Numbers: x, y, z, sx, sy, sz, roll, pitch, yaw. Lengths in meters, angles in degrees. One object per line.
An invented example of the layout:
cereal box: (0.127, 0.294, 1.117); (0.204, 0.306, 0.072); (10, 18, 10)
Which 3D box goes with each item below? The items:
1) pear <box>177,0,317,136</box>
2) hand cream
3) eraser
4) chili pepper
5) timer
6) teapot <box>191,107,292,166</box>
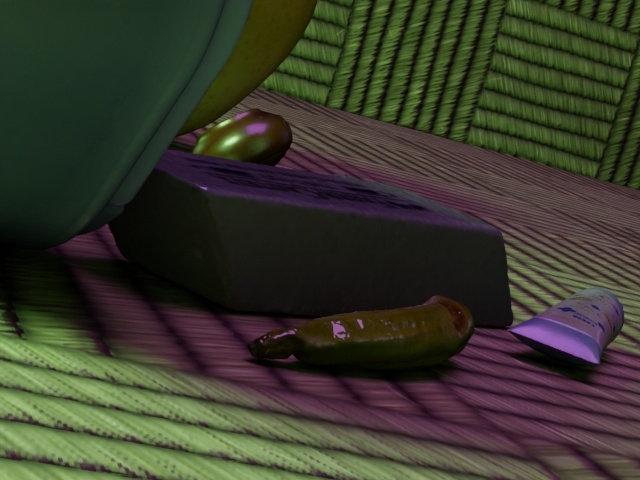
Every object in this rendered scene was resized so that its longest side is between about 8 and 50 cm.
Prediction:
pear: (-0.184, -0.275, 1.500); (0.362, 0.362, 0.418); (21, 25, 28)
hand cream: (0.182, 0.060, 1.062); (0.065, 0.043, 0.171); (19, 11, 19)
eraser: (0.000, -0.001, 0.999); (0.111, 0.077, 0.352); (22, 10, 39)
chili pepper: (0.041, 0.053, 0.851); (0.049, 0.043, 0.208); (35, 17, 27)
timer: (-0.198, -0.172, 0.864); (0.173, 0.395, 0.395); (9, 11, -31)
teapot: (-0.068, -0.071, 1.381); (0.098, 0.078, 0.129); (-25, 1, -7)
